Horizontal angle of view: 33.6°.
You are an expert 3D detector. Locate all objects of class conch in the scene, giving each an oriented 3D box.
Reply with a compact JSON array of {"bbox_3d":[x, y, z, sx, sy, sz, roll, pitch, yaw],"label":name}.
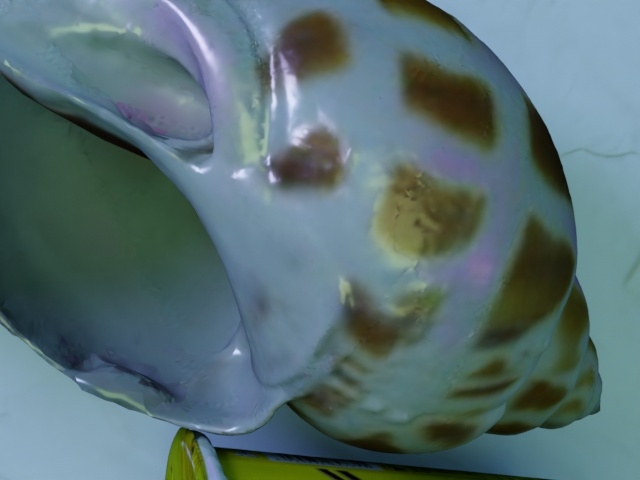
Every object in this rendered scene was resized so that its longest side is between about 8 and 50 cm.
[{"bbox_3d":[-0.001,-0.001,0.532,0.368,0.197,0.249,44,103,-1],"label":"conch"}]

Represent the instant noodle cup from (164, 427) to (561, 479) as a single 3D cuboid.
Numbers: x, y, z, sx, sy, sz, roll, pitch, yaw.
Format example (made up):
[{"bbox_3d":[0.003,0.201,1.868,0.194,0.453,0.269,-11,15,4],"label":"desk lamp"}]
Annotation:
[{"bbox_3d":[0.039,0.247,0.538,0.221,0.311,0.311,1,99,-13],"label":"instant noodle cup"}]
